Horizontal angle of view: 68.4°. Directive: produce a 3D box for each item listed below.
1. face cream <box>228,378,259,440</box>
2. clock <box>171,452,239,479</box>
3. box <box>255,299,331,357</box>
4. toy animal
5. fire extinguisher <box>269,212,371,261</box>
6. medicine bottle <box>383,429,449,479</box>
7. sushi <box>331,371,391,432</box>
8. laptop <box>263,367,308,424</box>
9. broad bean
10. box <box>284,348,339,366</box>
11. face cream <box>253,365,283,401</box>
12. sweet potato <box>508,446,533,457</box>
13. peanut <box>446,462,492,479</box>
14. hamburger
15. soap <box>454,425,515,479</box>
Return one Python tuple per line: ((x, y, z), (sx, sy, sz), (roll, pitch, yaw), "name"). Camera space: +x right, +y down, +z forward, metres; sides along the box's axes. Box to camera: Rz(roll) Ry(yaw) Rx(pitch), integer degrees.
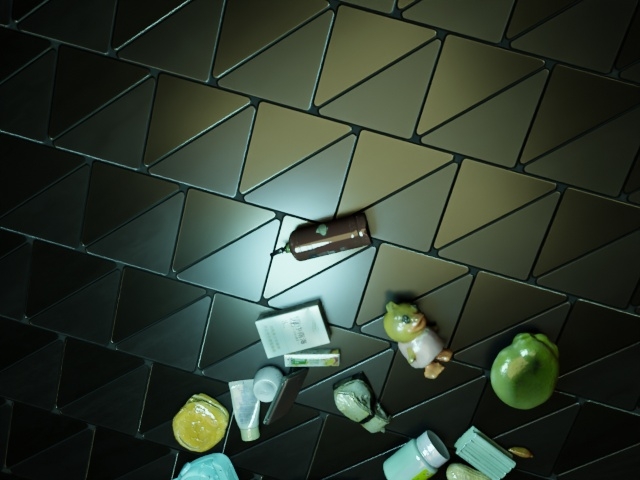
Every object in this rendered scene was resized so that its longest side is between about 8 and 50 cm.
((-0.282, 0.648, 1.815), (0.114, 0.070, 0.224), (-9, 89, 6), "face cream")
((-0.465, 0.989, 1.881), (0.274, 0.094, 0.223), (-21, 99, 8), "clock")
((-0.097, 0.323, 1.716), (0.243, 0.067, 0.155), (-15, 102, 8), "box")
((0.324, 0.324, 1.638), (0.169, 0.195, 0.281), (-19, 108, 49), "toy animal")
((0.000, 0.000, 1.601), (0.337, 0.135, 0.114), (-14, 96, 9), "fire extinguisher")
((0.354, 0.825, 1.751), (0.139, 0.139, 0.225), (44, 102, -5), "medicine bottle")
((0.162, 0.637, 1.740), (0.134, 0.109, 0.273), (-31, 99, 11), "sushi")
((-0.126, 0.572, 1.738), (0.026, 0.154, 0.207), (30, 105, 26), "laptop")
((0.718, 0.457, 1.650), (0.238, 0.119, 0.291), (3, 105, -5), "broad bean")
((-0.032, 0.436, 1.748), (0.207, 0.041, 0.050), (-2, 105, 6), "box")
((-0.193, 0.533, 1.750), (0.117, 0.104, 0.117), (1, 102, 5), "face cream")
((0.752, 0.793, 1.764), (0.095, 0.034, 0.034), (14, 103, -2), "sweet potato")
((0.574, 0.912, 1.777), (0.214, 0.090, 0.098), (21, 111, 1), "peanut")
((-0.462, 0.706, 1.816), (0.214, 0.108, 0.214), (0, 98, 2), "hamburger")
((0.615, 0.800, 1.761), (0.198, 0.063, 0.114), (38, 104, -4), "soap")
